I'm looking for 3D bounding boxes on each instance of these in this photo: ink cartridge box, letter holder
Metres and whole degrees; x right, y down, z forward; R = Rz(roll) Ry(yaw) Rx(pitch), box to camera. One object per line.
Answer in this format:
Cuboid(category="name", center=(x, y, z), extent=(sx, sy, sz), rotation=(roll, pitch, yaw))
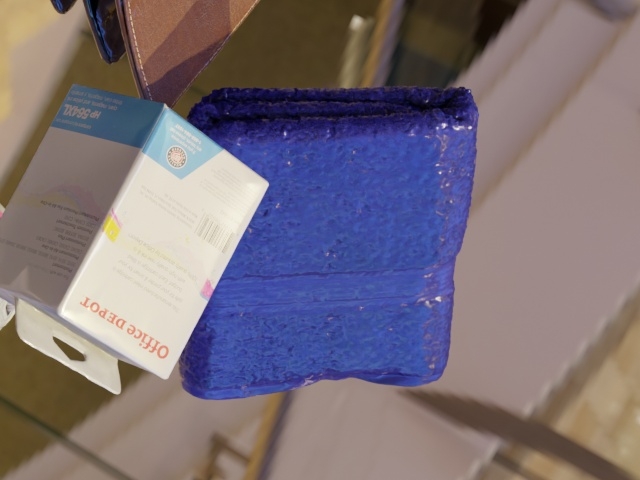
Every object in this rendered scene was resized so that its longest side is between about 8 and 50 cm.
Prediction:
Cuboid(category="ink cartridge box", center=(-0.115, 0.002, 1.063), extent=(0.092, 0.090, 0.143), rotation=(38, 76, -42))
Cuboid(category="letter holder", center=(-0.154, -0.266, 1.456), extent=(0.301, 0.152, 0.214), rotation=(85, 29, -48))

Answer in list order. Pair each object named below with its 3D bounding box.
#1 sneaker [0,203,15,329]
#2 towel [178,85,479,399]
Cuboid(category="sneaker", center=(-0.251, 0.019, 1.296), extent=(0.111, 0.103, 0.252), rotation=(-21, 176, -34))
Cuboid(category="towel", center=(0.000, 0.000, 1.539), extent=(0.308, 0.228, 0.076), rotation=(95, -12, -45))
